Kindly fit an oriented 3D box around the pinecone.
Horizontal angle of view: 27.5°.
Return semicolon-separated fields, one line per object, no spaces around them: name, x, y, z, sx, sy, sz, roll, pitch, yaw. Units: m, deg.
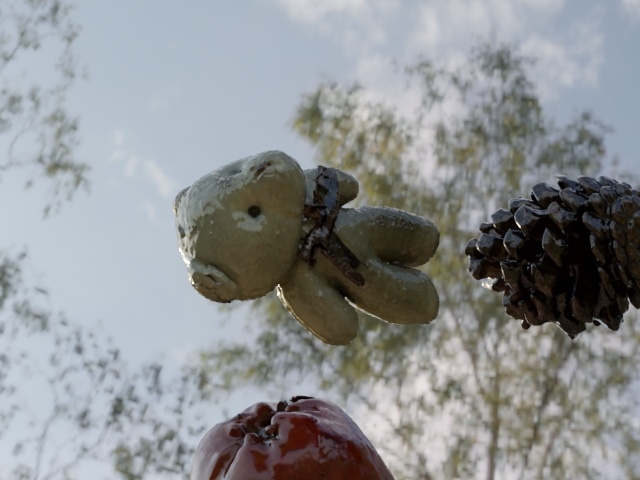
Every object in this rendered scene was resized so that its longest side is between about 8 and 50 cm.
pinecone;0.261;0.017;1.410;0.205;0.179;0.184;-12;-26;16

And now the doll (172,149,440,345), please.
doll;0.000;-0.004;1.294;0.278;0.175;0.149;12;-61;-22

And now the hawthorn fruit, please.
hawthorn fruit;-0.005;0.304;1.358;0.211;0.211;0.299;-30;-85;32
